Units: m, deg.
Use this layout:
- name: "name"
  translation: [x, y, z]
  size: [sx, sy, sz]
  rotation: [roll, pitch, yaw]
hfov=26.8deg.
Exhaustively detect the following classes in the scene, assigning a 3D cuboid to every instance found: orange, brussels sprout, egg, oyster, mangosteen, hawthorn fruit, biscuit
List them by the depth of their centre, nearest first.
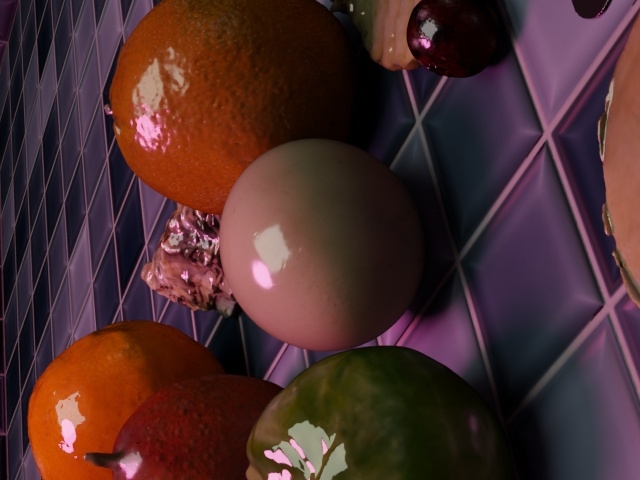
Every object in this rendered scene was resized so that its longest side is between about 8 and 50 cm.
- name: "brussels sprout"
  translation: [0.045, 0.202, 1.061]
  size: [0.244, 0.244, 0.244]
  rotation: [-174, 90, -68]
- name: "mangosteen"
  translation: [0.113, -0.178, 1.142]
  size: [0.081, 0.081, 0.081]
  rotation: [-174, 90, -68]
- name: "egg"
  translation: [0.000, 0.000, 1.233]
  size: [0.241, 0.186, 0.186]
  rotation: [-109, 31, -65]
- name: "biscuit"
  translation: [0.097, -0.255, 1.257]
  size: [0.273, 0.036, 0.187]
  rotation: [136, 135, -57]
- name: "orange"
  translation: [-0.094, -0.151, 1.408]
  size: [0.264, 0.264, 0.264]
  rotation: [-174, 90, -68]
- name: "hawthorn fruit"
  translation: [-0.131, 0.233, 1.415]
  size: [0.199, 0.251, 0.199]
  rotation: [-20, 64, 50]
- name: "orange"
  translation: [-0.230, 0.224, 1.651]
  size: [0.261, 0.261, 0.261]
  rotation: [-174, 90, -68]
- name: "oyster"
  translation: [-0.147, -0.031, 1.695]
  size: [0.351, 0.115, 0.237]
  rotation: [128, 141, -53]

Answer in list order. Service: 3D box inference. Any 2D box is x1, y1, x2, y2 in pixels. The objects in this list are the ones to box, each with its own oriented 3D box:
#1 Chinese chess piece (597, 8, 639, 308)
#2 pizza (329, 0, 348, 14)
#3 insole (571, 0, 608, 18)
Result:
- name: "Chinese chess piece"
  translation: [0.256, -0.057, 0.724]
  size: [0.257, 0.104, 0.257]
  rotation: [-173, 90, -68]
- name: "pizza"
  translation: [0.027, -0.339, 1.424]
  size: [0.201, 0.053, 0.193]
  rotation: [168, 107, -67]
- name: "insole"
  translation: [0.215, -0.282, 1.015]
  size: [0.080, 0.003, 0.232]
  rotation: [-169, 86, -68]
